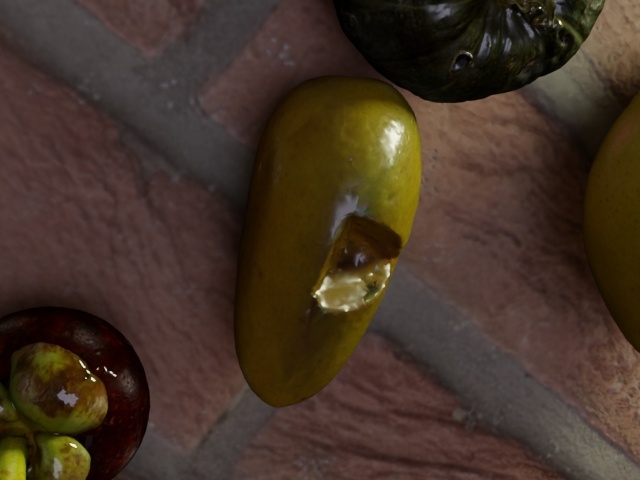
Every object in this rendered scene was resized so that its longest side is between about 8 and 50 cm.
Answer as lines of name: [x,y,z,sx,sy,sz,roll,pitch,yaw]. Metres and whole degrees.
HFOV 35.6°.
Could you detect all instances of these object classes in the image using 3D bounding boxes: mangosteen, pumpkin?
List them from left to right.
mangosteen: [-0.214,0.126,0.726,0.146,0.181,0.155,20,114,22]
pumpkin: [0.114,-0.209,0.743,0.224,0.157,0.223,-11,120,-19]

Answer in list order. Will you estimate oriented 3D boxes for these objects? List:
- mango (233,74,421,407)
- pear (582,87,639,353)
mango: [0.000,0.000,0.774,0.130,0.167,0.261,14,105,-7]
pear: [0.362,-0.040,0.823,0.285,0.285,0.336,-8,93,-16]
